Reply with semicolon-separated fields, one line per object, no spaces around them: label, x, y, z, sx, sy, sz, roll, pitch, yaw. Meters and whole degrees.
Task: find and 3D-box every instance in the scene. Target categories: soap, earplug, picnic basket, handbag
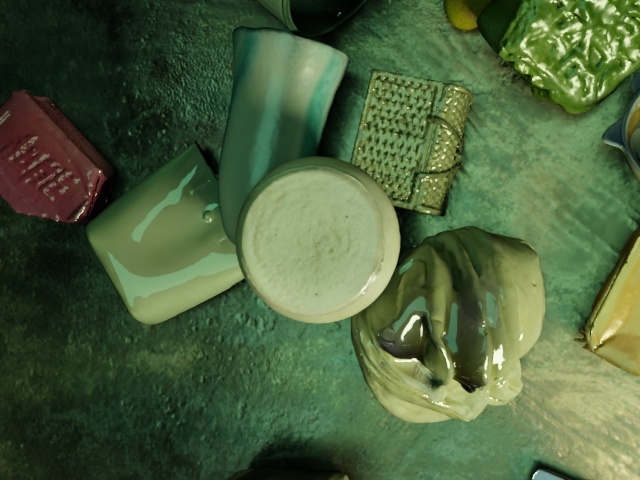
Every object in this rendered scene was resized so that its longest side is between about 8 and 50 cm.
soap;-0.460;-0.121;1.451;0.250;0.099;0.162;44;91;9
earplug;-0.082;-0.144;1.315;0.185;0.185;0.324;14;91;12
picnic basket;0.141;-0.144;1.297;0.154;0.134;0.196;15;92;16
handbag;-0.209;-0.022;1.390;0.315;0.109;0.241;-32;84;7

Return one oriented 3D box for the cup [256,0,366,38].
cup;-0.046;-0.559;1.262;0.392;0.310;0.401;38;92;15

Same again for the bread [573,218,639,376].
bread;0.481;0.075;1.232;0.136;0.107;0.241;27;95;14

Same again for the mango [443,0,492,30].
mango;0.279;-0.413;1.291;0.227;0.099;0.136;-37;89;18

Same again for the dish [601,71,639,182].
dish;0.509;-0.125;1.223;0.228;0.086;0.236;-9;67;-2

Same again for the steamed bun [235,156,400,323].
steamed bun;0.000;0.000;1.213;0.232;0.145;0.231;0;87;11

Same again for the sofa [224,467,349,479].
sofa;-0.060;0.448;1.289;0.210;0.225;0.176;0;86;10

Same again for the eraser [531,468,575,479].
eraser;0.416;0.418;1.279;0.225;0.036;0.082;21;92;12

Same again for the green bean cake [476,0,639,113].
green bean cake;0.367;-0.318;1.219;0.222;0.125;0.248;32;111;-27

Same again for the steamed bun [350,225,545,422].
steamed bun;0.180;0.123;1.251;0.275;0.206;0.320;23;91;14
